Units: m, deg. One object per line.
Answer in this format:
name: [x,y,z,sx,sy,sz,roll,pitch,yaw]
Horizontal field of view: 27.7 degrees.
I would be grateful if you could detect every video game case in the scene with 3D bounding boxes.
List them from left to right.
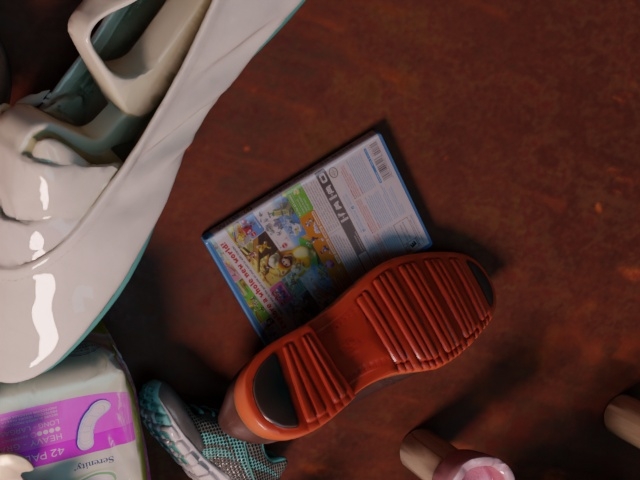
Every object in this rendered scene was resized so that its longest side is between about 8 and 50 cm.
video game case: [0.000,0.000,1.062,0.166,0.015,0.119,-32,121,-8]

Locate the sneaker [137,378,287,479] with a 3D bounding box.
sneaker: [-0.087,0.161,1.076,0.076,0.065,0.166,-47,125,-18]

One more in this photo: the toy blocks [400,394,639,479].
toy blocks: [0.246,0.320,1.129,0.288,0.260,0.309,-7,102,-21]

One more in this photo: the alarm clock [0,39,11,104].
alarm clock: [-0.271,-0.093,0.885,0.129,0.064,0.192,-22,121,-13]

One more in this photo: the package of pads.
package of pads: [-0.242,0.215,1.002,0.229,0.101,0.296,-12,116,-17]

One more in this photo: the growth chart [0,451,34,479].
growth chart: [-0.248,0.245,0.931,0.172,0.021,0.237,-25,116,0]

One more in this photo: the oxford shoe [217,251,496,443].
oxford shoe: [0.029,0.084,1.072,0.271,0.098,0.097,-23,84,-31]

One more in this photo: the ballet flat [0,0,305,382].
ballet flat: [-0.147,-0.092,0.880,0.139,0.139,0.400,35,89,-30]
